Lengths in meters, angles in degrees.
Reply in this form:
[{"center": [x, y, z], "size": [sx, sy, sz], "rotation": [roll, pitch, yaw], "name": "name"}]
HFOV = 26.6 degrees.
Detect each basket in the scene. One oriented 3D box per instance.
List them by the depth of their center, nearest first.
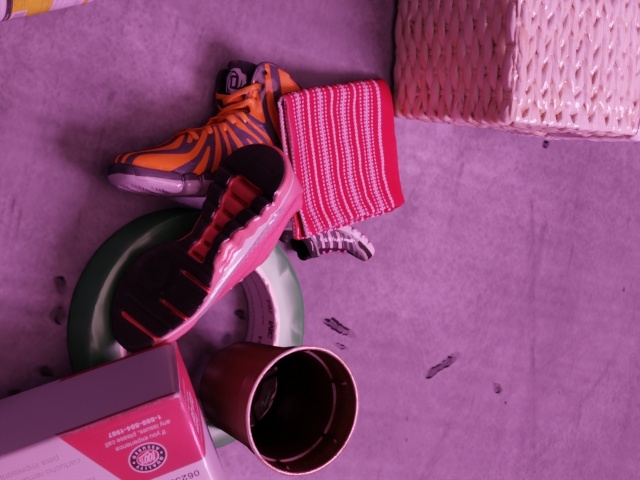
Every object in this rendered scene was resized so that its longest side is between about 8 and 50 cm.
[{"center": [0.289, -0.307, 1.912], "size": [0.266, 0.328, 0.331], "rotation": [-1, 97, -29], "name": "basket"}]

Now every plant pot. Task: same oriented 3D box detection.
[{"center": [-0.063, 0.203, 1.741], "size": [0.167, 0.165, 0.167], "rotation": [-4, 98, -32], "name": "plant pot"}]

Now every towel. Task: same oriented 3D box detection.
[{"center": [0.033, -0.118, 1.870], "size": [0.275, 0.031, 0.199], "rotation": [-19, 104, -57], "name": "towel"}]

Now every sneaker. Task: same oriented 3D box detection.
[{"center": [-0.126, 0.030, 1.703], "size": [0.314, 0.116, 0.136], "rotation": [-48, 151, 0], "name": "sneaker"}, {"center": [-0.141, -0.147, 1.780], "size": [0.321, 0.125, 0.180], "rotation": [-4, 94, -44], "name": "sneaker"}, {"center": [0.000, 0.000, 1.913], "size": [0.170, 0.063, 0.075], "rotation": [28, 86, -32], "name": "sneaker"}]

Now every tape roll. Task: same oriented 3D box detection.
[{"center": [-0.174, 0.118, 1.803], "size": [0.321, 0.077, 0.321], "rotation": [-5, 99, -32], "name": "tape roll"}]

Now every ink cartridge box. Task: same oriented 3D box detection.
[{"center": [-0.239, 0.357, 1.640], "size": [0.279, 0.160, 0.384], "rotation": [-20, 112, -3], "name": "ink cartridge box"}]

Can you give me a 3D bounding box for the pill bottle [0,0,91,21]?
[{"center": [-0.326, -0.330, 1.632], "size": [0.184, 0.103, 0.103], "rotation": [-19, 106, -30], "name": "pill bottle"}]
